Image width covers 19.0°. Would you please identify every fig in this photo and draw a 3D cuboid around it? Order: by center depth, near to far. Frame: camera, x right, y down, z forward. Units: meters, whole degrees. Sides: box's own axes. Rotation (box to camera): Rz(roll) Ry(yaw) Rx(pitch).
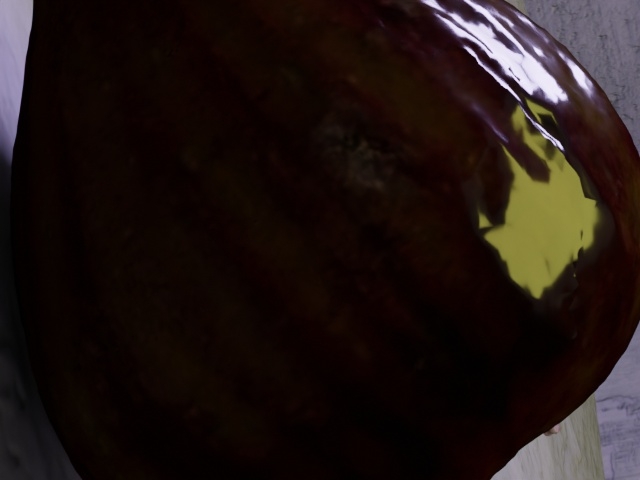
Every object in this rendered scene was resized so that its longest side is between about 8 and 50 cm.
[{"bbox_3d":[-0.045,-0.046,0.646,0.321,0.217,0.217,50,12,3],"label":"fig"}]

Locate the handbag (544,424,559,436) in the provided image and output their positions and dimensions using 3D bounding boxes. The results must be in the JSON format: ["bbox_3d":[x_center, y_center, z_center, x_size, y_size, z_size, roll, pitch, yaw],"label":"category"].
[{"bbox_3d":[0.080,0.043,1.200,0.179,0.116,0.205,50,30,-68],"label":"handbag"}]
